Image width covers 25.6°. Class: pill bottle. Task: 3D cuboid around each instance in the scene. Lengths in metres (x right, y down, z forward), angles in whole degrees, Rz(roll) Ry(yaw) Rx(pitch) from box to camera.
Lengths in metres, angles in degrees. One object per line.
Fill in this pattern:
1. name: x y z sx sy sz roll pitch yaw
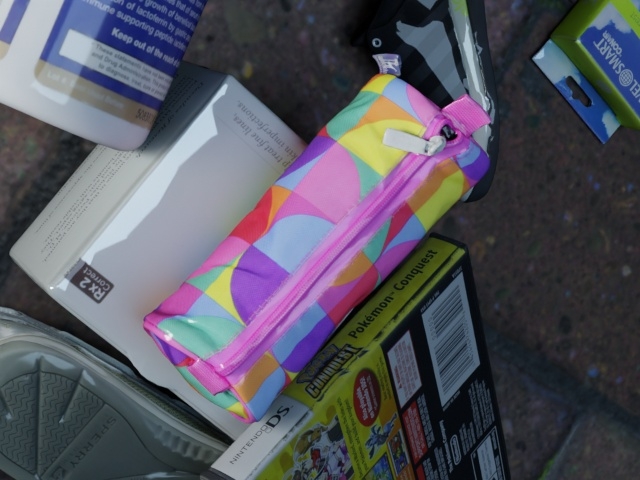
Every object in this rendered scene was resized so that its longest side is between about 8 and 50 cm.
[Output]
1. pill bottle: -0.127 -0.200 0.854 0.153 0.153 0.264 23 92 -28

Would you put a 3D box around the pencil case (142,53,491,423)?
1. pencil case: 0.000 0.000 0.859 0.236 0.104 0.104 -48 117 -8

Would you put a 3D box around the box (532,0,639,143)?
1. box: 0.260 -0.172 1.105 0.178 0.042 0.109 -49 117 -8

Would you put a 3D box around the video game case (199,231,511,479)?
1. video game case: 0.040 0.171 1.002 0.248 0.035 0.274 -45 139 -29

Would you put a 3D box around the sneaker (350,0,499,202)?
1. sneaker: 0.071 -0.139 1.019 0.097 0.084 0.234 -9 106 2

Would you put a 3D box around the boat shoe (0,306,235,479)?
1. boat shoe: -0.119 0.158 0.979 0.118 0.103 0.320 -47 119 6

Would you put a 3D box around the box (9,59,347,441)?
1. box: -0.076 0.005 0.947 0.181 0.119 0.182 42 83 -27
